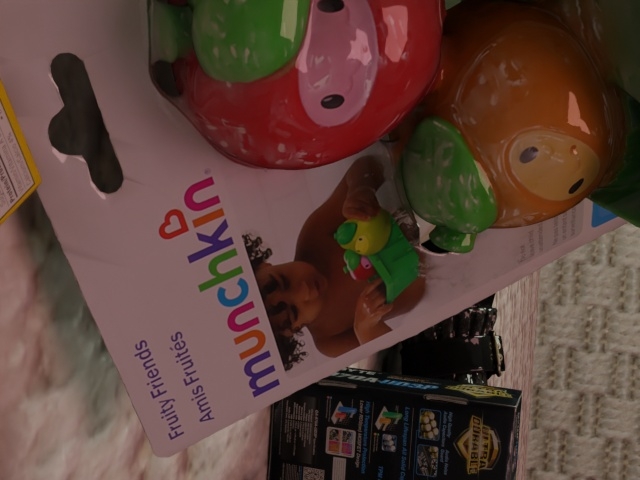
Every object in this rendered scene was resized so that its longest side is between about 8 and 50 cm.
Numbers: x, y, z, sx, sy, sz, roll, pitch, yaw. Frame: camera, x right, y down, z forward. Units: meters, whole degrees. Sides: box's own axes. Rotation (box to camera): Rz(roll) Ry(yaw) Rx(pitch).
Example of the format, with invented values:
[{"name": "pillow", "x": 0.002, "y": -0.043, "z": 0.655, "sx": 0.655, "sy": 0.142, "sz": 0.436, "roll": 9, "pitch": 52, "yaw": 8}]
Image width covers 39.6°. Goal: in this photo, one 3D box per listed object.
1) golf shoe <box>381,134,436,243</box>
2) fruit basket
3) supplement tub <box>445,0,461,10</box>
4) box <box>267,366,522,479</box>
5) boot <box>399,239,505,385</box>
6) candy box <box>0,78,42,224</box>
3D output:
[{"name": "golf shoe", "x": 0.022, "y": -0.127, "z": 0.519, "sx": 0.140, "sy": 0.115, "sz": 0.306, "roll": 0, "pitch": 103, "yaw": -33}, {"name": "fruit basket", "x": 0.048, "y": -0.093, "z": 0.374, "sx": 0.353, "sy": 0.165, "sz": 0.327, "roll": -27, "pitch": 123, "yaw": -20}, {"name": "supplement tub", "x": 0.122, "y": -0.265, "z": 0.651, "sx": 0.316, "sy": 0.228, "sz": 0.228, "roll": -52, "pitch": 142, "yaw": -57}, {"name": "box", "x": 0.049, "y": 0.208, "z": 0.643, "sx": 0.051, "sy": 0.175, "sz": 0.220, "roll": -8, "pitch": 102, "yaw": -71}, {"name": "boot", "x": 0.121, "y": 0.081, "z": 0.885, "sx": 0.348, "sy": 0.131, "sz": 0.260, "roll": 56, "pitch": 43, "yaw": -62}, {"name": "candy box", "x": -0.145, "y": -0.070, "z": 0.240, "sx": 0.105, "sy": 0.027, "sz": 0.206, "roll": -59, "pitch": 148, "yaw": -45}]
